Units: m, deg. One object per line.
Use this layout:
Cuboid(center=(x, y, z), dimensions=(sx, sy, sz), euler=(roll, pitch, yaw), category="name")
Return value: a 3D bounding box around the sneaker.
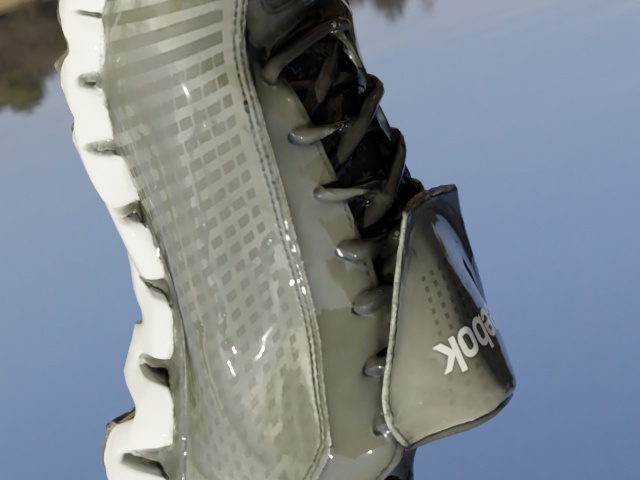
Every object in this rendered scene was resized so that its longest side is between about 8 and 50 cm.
Cuboid(center=(0.000, 0.000, 0.396), dimensions=(0.106, 0.234, 0.078), euler=(14, -151, 26), category="sneaker")
